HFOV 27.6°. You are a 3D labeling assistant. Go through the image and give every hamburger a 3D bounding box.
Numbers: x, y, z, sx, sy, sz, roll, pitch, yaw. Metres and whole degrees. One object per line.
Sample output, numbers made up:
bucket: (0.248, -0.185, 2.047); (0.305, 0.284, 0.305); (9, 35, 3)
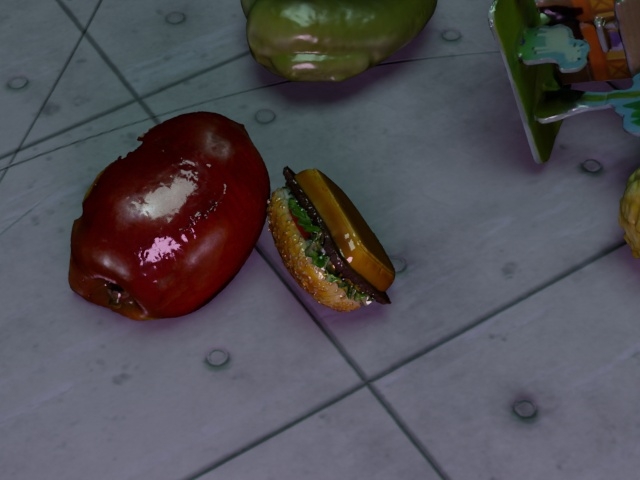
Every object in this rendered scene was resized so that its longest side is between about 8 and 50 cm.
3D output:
hamburger: (0.000, 0.000, 1.358); (0.087, 0.137, 0.166); (-37, 51, 10)

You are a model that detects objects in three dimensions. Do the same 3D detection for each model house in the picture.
model house: (0.377, -0.273, 1.449); (0.312, 0.242, 0.358); (-4, 43, 29)

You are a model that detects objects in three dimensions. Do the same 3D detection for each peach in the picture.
peach: (-0.133, -0.037, 1.381); (0.154, 0.159, 0.267); (34, 55, 20)

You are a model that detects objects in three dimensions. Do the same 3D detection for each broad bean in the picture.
broad bean: (0.017, -0.302, 1.623); (0.238, 0.119, 0.291); (28, 54, 23)

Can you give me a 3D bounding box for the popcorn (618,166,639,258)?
popcorn: (0.401, -0.043, 1.369); (0.173, 0.173, 0.142); (-13, 61, -10)
